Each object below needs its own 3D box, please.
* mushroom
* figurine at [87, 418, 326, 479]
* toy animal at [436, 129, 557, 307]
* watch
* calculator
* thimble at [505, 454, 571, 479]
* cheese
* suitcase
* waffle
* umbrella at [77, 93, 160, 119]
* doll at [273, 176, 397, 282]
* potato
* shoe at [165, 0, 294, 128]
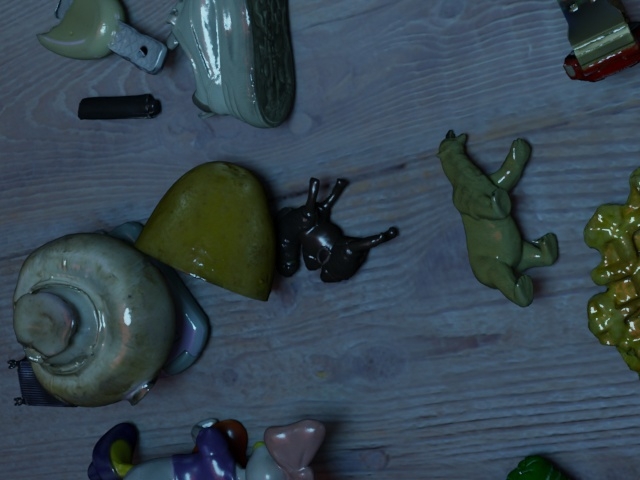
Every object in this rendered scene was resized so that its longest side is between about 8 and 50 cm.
[{"bbox_3d":[-0.309,0.112,1.196,0.254,0.184,0.255,-2,84,21],"label":"mushroom"},{"bbox_3d":[-0.160,0.326,1.217,0.420,0.193,0.154,-13,91,19],"label":"figurine"},{"bbox_3d":[0.204,-0.032,1.062,0.101,0.103,0.219,-10,101,48],"label":"toy animal"},{"bbox_3d":[0.262,-0.300,0.934,0.102,0.165,0.268,-24,93,23],"label":"watch"},{"bbox_3d":[-0.263,0.086,1.294,0.141,0.045,0.246,-37,84,24],"label":"calculator"},{"bbox_3d":[0.257,0.338,1.087,0.090,0.118,0.130,36,138,9],"label":"thimble"},{"bbox_3d":[-0.294,-0.285,1.213,0.235,0.049,0.127,34,103,31],"label":"cheese"},{"bbox_3d":[-0.416,0.216,1.373,0.126,0.059,0.086,-3,100,23],"label":"suitcase"},{"bbox_3d":[0.450,0.049,0.979,0.325,0.068,0.302,22,107,19],"label":"waffle"},{"bbox_3d":[-0.289,-0.191,1.260,0.133,0.031,0.036,3,103,21],"label":"umbrella"},{"bbox_3d":[0.000,0.000,1.164,0.139,0.057,0.165,45,122,7],"label":"doll"},{"bbox_3d":[-0.133,-0.024,1.162,0.203,0.178,0.158,30,97,56],"label":"potato"},{"bbox_3d":[-0.134,-0.295,1.133,0.159,0.124,0.316,-4,97,31],"label":"shoe"}]
